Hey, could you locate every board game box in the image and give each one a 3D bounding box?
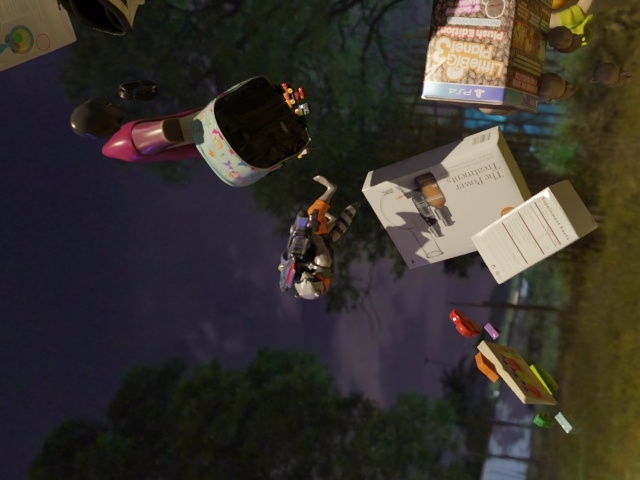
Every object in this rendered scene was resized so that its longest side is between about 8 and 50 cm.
[{"bbox_3d":[0.295,-0.374,1.290,0.232,0.141,0.291,-10,-72,-60],"label":"board game box"}]

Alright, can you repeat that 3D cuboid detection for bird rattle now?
[{"bbox_3d":[0.578,-0.573,1.750,0.143,0.206,0.254,-49,-19,-80],"label":"bird rattle"}]

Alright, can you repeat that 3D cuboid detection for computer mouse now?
[{"bbox_3d":[-0.354,-0.242,1.330,0.041,0.071,0.242,-61,-2,36],"label":"computer mouse"}]

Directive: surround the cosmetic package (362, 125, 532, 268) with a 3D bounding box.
[{"bbox_3d":[0.340,-0.100,1.968,0.284,0.377,0.097,55,-147,-27],"label":"cosmetic package"}]

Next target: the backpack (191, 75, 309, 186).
[{"bbox_3d":[-0.178,-0.243,1.770,0.225,0.191,0.253,55,-143,-6],"label":"backpack"}]

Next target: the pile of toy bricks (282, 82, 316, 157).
[{"bbox_3d":[-0.091,-0.341,2.196,0.118,0.105,0.212,-25,-77,-64],"label":"pile of toy bricks"}]

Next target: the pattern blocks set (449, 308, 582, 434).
[{"bbox_3d":[0.436,0.297,1.695,0.285,0.325,0.026,23,-66,-33],"label":"pattern blocks set"}]

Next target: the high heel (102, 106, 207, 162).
[{"bbox_3d":[-0.355,-0.250,1.844,0.377,0.181,0.127,-7,-94,-67],"label":"high heel"}]

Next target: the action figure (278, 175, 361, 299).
[{"bbox_3d":[0.000,0.000,1.983,0.341,0.178,0.330,110,174,-62],"label":"action figure"}]

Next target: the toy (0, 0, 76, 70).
[{"bbox_3d":[-0.511,-0.350,1.205,0.237,0.056,0.137,-46,-45,-47],"label":"toy"}]

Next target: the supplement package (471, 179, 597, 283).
[{"bbox_3d":[0.385,-0.015,1.371,0.105,0.179,0.105,-17,-106,-51],"label":"supplement package"}]

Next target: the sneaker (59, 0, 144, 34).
[{"bbox_3d":[-0.282,-0.444,1.153,0.447,0.169,0.258,-22,-54,-64],"label":"sneaker"}]

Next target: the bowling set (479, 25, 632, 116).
[{"bbox_3d":[0.437,-0.358,1.457,0.154,0.286,0.200,-8,-89,-60],"label":"bowling set"}]
